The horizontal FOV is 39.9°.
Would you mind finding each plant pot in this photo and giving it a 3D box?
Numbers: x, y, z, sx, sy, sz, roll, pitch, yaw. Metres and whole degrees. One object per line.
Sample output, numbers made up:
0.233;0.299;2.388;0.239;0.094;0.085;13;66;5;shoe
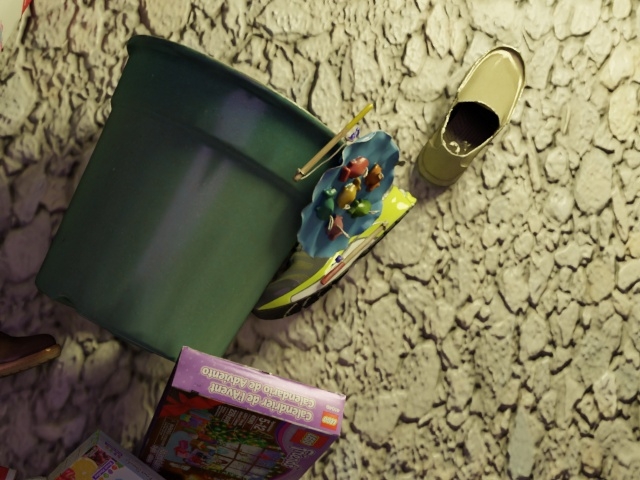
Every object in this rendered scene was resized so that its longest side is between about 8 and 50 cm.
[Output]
-0.176;-0.031;1.140;0.341;0.341;0.334;29;82;-6;plant pot

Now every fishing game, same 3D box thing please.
0.046;-0.051;1.119;0.041;0.264;0.189;36;66;27;fishing game

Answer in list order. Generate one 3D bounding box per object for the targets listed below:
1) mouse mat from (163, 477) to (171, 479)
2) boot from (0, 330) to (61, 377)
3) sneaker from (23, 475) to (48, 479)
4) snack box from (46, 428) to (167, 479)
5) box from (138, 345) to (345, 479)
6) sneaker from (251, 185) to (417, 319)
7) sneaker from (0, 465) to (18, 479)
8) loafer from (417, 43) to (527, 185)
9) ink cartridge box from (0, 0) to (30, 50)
-0.167;0.423;1.209;0.153;0.007;0.189;5;78;-12;mouse mat
-0.480;0.088;1.156;0.249;0.090;0.206;-10;84;-11;boot
-0.323;0.427;1.096;0.101;0.153;0.268;-17;84;-15;sneaker
-0.271;0.325;1.149;0.100;0.037;0.141;-41;110;12;snack box
-0.110;0.245;1.108;0.201;0.293;0.057;18;54;-9;box
0.000;0.000;1.284;0.121;0.111;0.300;46;66;5;sneaker
-0.444;0.348;1.141;0.067;0.042;0.118;20;68;-13;sneaker
0.252;-0.202;1.374;0.102;0.092;0.268;33;74;-5;loafer
-0.525;-0.319;1.146;0.226;0.131;0.306;19;50;-10;ink cartridge box
